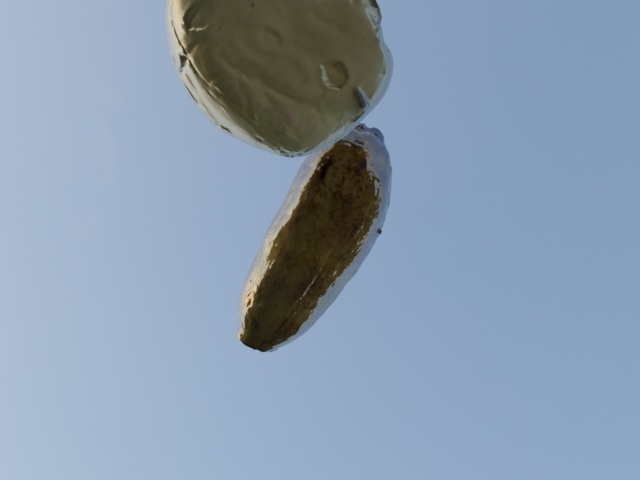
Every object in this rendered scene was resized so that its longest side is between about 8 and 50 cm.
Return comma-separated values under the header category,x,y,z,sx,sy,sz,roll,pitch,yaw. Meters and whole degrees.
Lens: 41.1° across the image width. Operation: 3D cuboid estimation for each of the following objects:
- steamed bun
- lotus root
category,x,y,z,sx,sy,sz,roll,pitch,yaw
steamed bun,-0.028,-0.113,0.480,0.112,0.091,0.130,-40,-74,-5
lotus root,0.000,0.000,0.874,0.110,0.097,0.258,25,-86,-32
